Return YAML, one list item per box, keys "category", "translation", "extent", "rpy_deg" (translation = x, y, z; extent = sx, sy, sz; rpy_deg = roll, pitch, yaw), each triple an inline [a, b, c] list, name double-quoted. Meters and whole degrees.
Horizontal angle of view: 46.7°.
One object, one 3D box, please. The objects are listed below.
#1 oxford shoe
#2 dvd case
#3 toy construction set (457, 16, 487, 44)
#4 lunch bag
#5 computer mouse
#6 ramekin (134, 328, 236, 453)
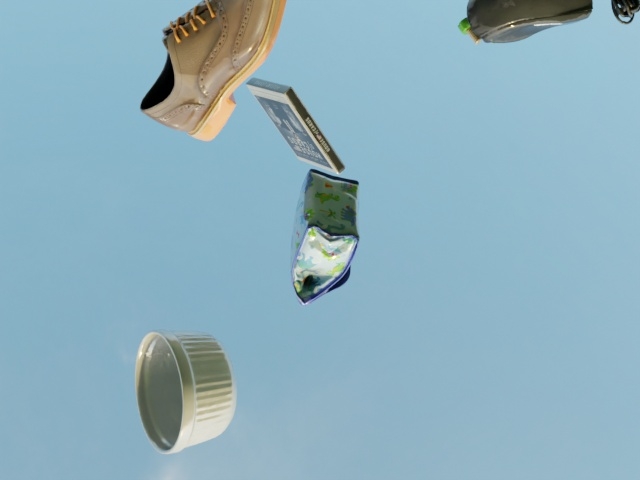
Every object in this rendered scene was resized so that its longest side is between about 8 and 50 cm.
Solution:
- category: "oxford shoe"
  translation: [-0.159, -0.306, 1.112]
  extent: [0.132, 0.364, 0.130]
  rpy_deg: [12, -143, -31]
- category: "dvd case"
  translation: [-0.056, -0.257, 1.665]
  extent: [0.029, 0.179, 0.239]
  rpy_deg: [-45, -55, -13]
- category: "toy construction set"
  translation: [0.437, -0.626, 1.662]
  extent: [0.257, 0.309, 0.237]
  rpy_deg: [-12, -116, -48]
- category: "lunch bag"
  translation: [0.000, 0.000, 1.051]
  extent: [0.096, 0.151, 0.129]
  rpy_deg: [16, -139, -11]
- category: "computer mouse"
  translation: [0.338, -0.397, 1.089]
  extent: [0.261, 0.060, 0.184]
  rpy_deg: [-10, -98, -3]
- category: "ramekin"
  translation: [-0.229, 0.251, 1.267]
  extent: [0.109, 0.207, 0.207]
  rpy_deg: [-2, -118, -36]
